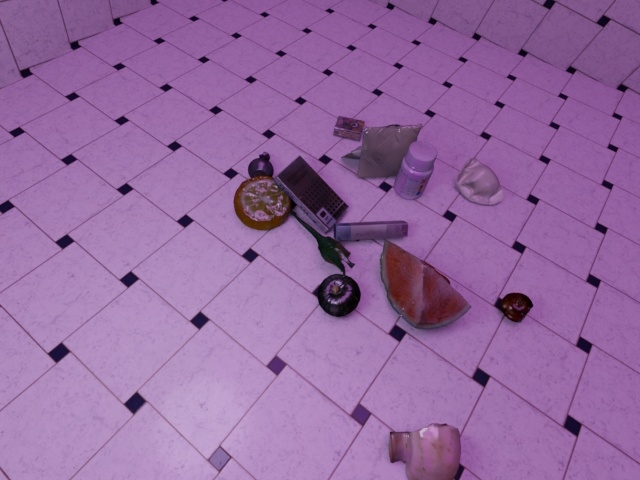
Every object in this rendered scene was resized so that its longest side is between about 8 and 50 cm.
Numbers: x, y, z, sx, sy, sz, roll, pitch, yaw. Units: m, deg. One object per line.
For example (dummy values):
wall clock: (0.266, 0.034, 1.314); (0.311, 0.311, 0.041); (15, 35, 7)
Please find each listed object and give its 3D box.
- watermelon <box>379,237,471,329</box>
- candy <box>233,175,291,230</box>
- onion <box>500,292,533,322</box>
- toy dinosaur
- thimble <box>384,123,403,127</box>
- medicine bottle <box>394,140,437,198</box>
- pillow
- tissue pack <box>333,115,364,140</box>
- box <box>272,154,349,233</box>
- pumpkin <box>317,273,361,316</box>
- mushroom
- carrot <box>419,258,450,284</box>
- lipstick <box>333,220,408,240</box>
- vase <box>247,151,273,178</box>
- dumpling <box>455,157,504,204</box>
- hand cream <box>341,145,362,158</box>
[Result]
watermelon: (0.352, 0.192, 1.554); (0.222, 0.319, 0.292); (-53, 30, -3)
candy: (-0.251, -0.166, 1.766); (0.259, 0.118, 0.260); (3, 58, -4)
onion: (0.769, 0.259, 1.593); (0.117, 0.119, 0.118); (-35, 66, -22)
toy dinosaur: (0.000, 0.000, 1.622); (0.301, 0.447, 0.087); (43, 95, -10)
thimble: (0.378, -0.530, 2.086); (0.135, 0.118, 0.090); (5, 50, 8)
medicine bottle: (0.437, -0.321, 1.866); (0.151, 0.255, 0.152); (3, 55, -4)
pillow: (0.319, -0.422, 1.914); (0.280, 0.274, 0.076); (-6, 43, -10)
tissue pack: (0.151, -0.593, 2.137); (0.148, 0.060, 0.109); (13, 55, 4)
box: (-0.036, -0.205, 1.776); (0.325, 0.047, 0.180); (46, 56, -7)
pumpkin: (0.071, 0.208, 1.541); (0.167, 0.125, 0.167); (5, 64, -10)
mushroom: (0.337, 0.663, 1.236); (0.236, 0.162, 0.173); (0, 54, -4)
carrot: (0.459, 0.129, 1.687); (0.047, 0.047, 0.191); (-36, 66, -26)
lipstick: (0.218, -0.045, 1.751); (0.317, 0.066, 0.068); (-3, 15, -10)
vase: (-0.275, -0.352, 1.900); (0.120, 0.120, 0.183); (5, 42, -3)
dumpling: (0.767, -0.269, 1.965); (0.179, 0.131, 0.252); (-38, 88, -6)
hand cream: (0.264, -0.434, 2.008); (0.305, 0.147, 0.093); (-9, 96, -11)
